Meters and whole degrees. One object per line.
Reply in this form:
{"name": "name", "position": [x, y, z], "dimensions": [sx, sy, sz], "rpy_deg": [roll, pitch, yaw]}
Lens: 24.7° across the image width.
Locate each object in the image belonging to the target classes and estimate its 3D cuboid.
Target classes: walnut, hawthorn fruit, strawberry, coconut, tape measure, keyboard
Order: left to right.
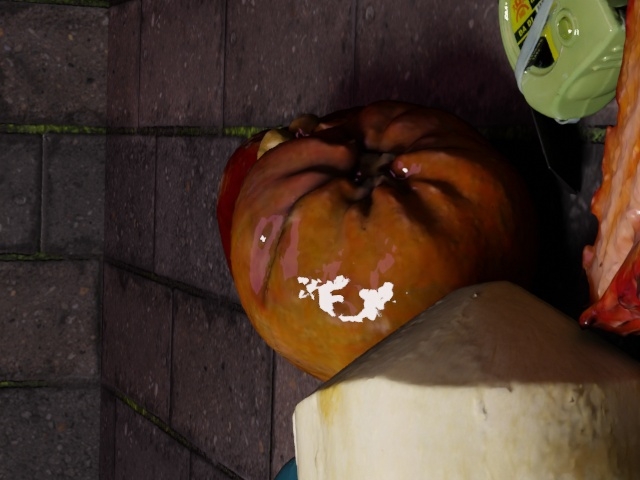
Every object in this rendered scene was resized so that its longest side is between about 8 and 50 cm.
{"name": "walnut", "position": [0.000, 0.000, 1.525], "dimensions": [0.244, 0.222, 0.269], "rpy_deg": [-61, -38, -72]}
{"name": "hawthorn fruit", "position": [0.067, 0.034, 1.325], "dimensions": [0.298, 0.277, 0.277], "rpy_deg": [73, 176, -46]}
{"name": "coconut", "position": [0.124, 0.182, 1.099], "dimensions": [0.323, 0.323, 0.323], "rpy_deg": [180, 90, -68]}
{"name": "keyboard", "position": [0.188, -0.133, 1.279], "dimensions": [0.010, 0.063, 0.198], "rpy_deg": [-24, 59, 20]}
{"name": "tape measure", "position": [0.206, -0.180, 1.181], "dimensions": [0.154, 0.087, 0.177], "rpy_deg": [69, 156, 20]}
{"name": "strawberry", "position": [0.271, -0.041, 0.954], "dimensions": [0.253, 0.150, 0.280], "rpy_deg": [-89, 5, -69]}

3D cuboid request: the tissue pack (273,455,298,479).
{"name": "tissue pack", "position": [0.056, 0.335, 1.401], "dimensions": [0.206, 0.198, 0.287], "rpy_deg": [142, 128, -65]}
